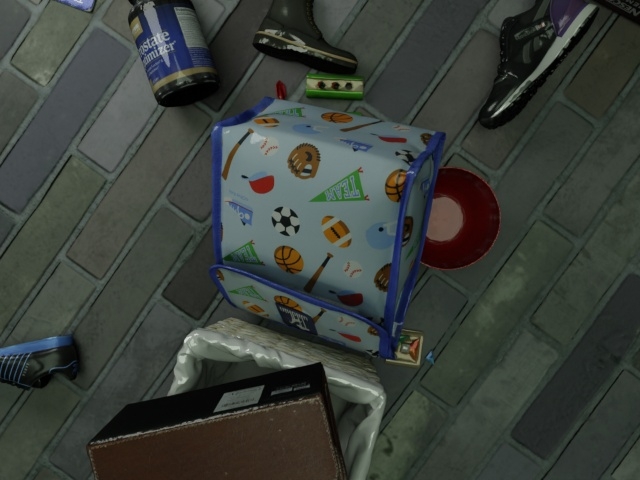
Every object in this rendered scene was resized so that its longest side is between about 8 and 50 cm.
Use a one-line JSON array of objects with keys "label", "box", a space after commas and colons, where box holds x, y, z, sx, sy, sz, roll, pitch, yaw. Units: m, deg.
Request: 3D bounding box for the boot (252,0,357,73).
[{"label": "boot", "box": [-0.012, -0.395, 1.075, 0.198, 0.077, 0.137, 18, 87, 0]}]

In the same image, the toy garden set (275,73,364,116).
[{"label": "toy garden set", "box": [-0.027, -0.191, 1.090, 0.204, 0.049, 0.244, 3, 92, 2]}]

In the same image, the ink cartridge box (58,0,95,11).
[{"label": "ink cartridge box", "box": [-0.532, -0.641, 1.085, 0.324, 0.071, 0.330, 19, 91, 1]}]

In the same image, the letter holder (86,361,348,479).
[{"label": "letter holder", "box": [-0.121, 0.318, 0.798, 0.302, 0.152, 0.214, -12, 93, 1]}]

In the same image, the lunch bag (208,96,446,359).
[{"label": "lunch bag", "box": [0.000, 0.000, 0.958, 0.328, 0.239, 0.385, 17, 122, 18]}]

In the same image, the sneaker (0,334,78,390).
[{"label": "sneaker", "box": [-0.576, 0.244, 1.106, 0.232, 0.081, 0.090, -12, 84, 1]}]

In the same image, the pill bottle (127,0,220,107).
[{"label": "pill bottle", "box": [-0.272, -0.364, 1.057, 0.123, 0.123, 0.219, -20, 91, 2]}]

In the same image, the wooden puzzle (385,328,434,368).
[{"label": "wooden puzzle", "box": [0.159, 0.206, 1.114, 0.116, 0.014, 0.078, 1, 92, 2]}]

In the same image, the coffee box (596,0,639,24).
[{"label": "coffee box", "box": [0.562, -0.481, 0.938, 0.168, 0.297, 0.119, 28, 89, 2]}]

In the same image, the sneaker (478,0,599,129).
[{"label": "sneaker", "box": [0.360, -0.333, 1.062, 0.124, 0.107, 0.283, 40, 89, 15]}]

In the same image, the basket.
[{"label": "basket", "box": [-0.088, 0.326, 1.001, 0.328, 0.266, 0.331, 17, 93, 1]}]

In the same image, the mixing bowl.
[{"label": "mixing bowl", "box": [0.224, -0.040, 1.062, 0.181, 0.098, 0.181, 0, 93, 2]}]
